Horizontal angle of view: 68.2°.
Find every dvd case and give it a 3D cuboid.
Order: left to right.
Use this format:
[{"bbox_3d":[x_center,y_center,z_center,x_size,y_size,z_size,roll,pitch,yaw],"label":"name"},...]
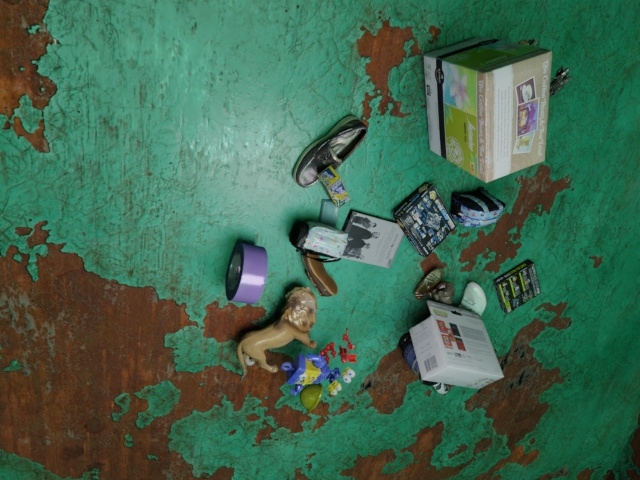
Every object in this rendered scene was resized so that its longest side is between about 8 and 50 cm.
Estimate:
[{"bbox_3d":[0.181,-0.001,1.702,0.239,0.029,0.179,13,109,-26],"label":"dvd case"}]

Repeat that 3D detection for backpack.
[{"bbox_3d":[0.000,0.000,1.559,0.182,0.152,0.115,16,104,-17],"label":"backpack"},{"bbox_3d":[0.573,-0.108,1.706,0.158,0.173,0.116,-10,118,-16],"label":"backpack"}]

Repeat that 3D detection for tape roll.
[{"bbox_3d":[-0.238,0.105,1.510,0.080,0.189,0.189,13,110,-25],"label":"tape roll"}]

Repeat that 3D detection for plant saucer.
[{"bbox_3d":[0.024,-0.049,1.629,0.067,0.018,0.192,1,115,-19],"label":"plant saucer"}]

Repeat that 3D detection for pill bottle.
[{"bbox_3d":[0.403,0.467,1.897,0.123,0.219,0.122,-8,118,-16],"label":"pill bottle"}]

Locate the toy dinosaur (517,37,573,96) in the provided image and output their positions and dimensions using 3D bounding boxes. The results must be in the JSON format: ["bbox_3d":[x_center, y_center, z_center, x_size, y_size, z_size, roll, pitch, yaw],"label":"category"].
[{"bbox_3d":[0.666,-0.520,1.562,0.218,0.164,0.322,-25,163,-9],"label":"toy dinosaur"}]

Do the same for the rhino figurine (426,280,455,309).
[{"bbox_3d":[0.485,0.251,1.885,0.106,0.073,0.243,-31,140,-15],"label":"rhino figurine"}]

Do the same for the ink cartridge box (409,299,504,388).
[{"bbox_3d":[0.502,0.393,1.782,0.309,0.271,0.130,18,135,-29],"label":"ink cartridge box"}]

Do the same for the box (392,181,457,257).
[{"bbox_3d":[0.380,-0.071,1.709,0.175,0.051,0.220,-45,122,-8],"label":"box"}]

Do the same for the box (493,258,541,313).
[{"bbox_3d":[0.847,0.200,2.031,0.184,0.045,0.190,-30,122,-1],"label":"box"}]

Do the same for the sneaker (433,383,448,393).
[{"bbox_3d":[0.539,0.566,2.067,0.153,0.094,0.235,-36,111,9],"label":"sneaker"}]

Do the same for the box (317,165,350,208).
[{"bbox_3d":[0.044,-0.167,1.506,0.054,0.059,0.169,-36,157,-1],"label":"box"}]

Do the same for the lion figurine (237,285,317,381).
[{"bbox_3d":[-0.162,0.333,1.668,0.392,0.142,0.240,-35,136,-9],"label":"lion figurine"}]

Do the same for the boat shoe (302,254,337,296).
[{"bbox_3d":[-0.016,0.122,1.667,0.073,0.073,0.207,-12,120,32],"label":"boat shoe"}]

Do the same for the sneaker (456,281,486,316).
[{"bbox_3d":[0.592,0.300,1.938,0.151,0.094,0.256,-24,125,-31],"label":"sneaker"}]

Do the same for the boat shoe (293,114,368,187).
[{"bbox_3d":[0.032,-0.272,1.479,0.285,0.092,0.103,-42,121,4],"label":"boat shoe"}]

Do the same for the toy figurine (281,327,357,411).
[{"bbox_3d":[-0.055,0.460,1.700,0.217,0.191,0.362,15,132,-25],"label":"toy figurine"}]

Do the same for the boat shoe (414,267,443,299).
[{"bbox_3d":[0.418,0.164,1.856,0.056,0.049,0.152,38,103,-11],"label":"boat shoe"}]

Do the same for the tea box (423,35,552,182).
[{"bbox_3d":[0.494,-0.406,1.435,0.220,0.323,0.329,-21,123,-11],"label":"tea box"}]
